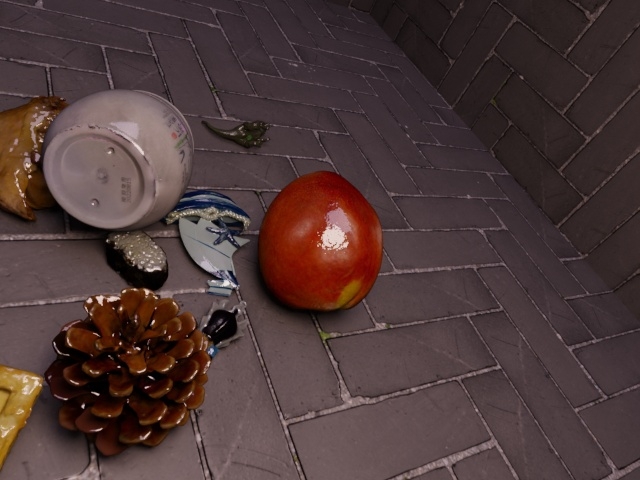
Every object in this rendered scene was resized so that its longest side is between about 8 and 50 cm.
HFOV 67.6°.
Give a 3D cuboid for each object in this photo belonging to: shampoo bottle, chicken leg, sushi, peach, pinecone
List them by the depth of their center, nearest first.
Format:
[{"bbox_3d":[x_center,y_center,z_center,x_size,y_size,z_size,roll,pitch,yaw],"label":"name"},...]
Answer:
[{"bbox_3d":[-0.305,0.190,0.771,0.264,0.264,0.264,17,42,-16],"label":"pinecone"},{"bbox_3d":[-0.400,-0.171,0.983,0.273,0.273,0.266,22,28,-10],"label":"shampoo bottle"},{"bbox_3d":[-0.678,-0.168,0.993,0.409,0.182,0.295,-6,68,-31],"label":"chicken leg"},{"bbox_3d":[-0.384,0.038,1.007,0.150,0.078,0.090,35,40,14],"label":"sushi"},{"bbox_3d":[0.000,0.000,1.106,0.308,0.308,0.332,11,75,-22],"label":"peach"}]

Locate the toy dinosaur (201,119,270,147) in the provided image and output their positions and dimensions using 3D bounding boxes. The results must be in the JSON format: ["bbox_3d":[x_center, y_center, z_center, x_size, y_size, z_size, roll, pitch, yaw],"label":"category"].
[{"bbox_3d":[-0.256,-0.340,1.529,0.179,0.087,0.187,5,13,26],"label":"toy dinosaur"}]

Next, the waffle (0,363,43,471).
[{"bbox_3d":[-0.553,0.232,0.665,0.274,0.057,0.168,21,70,-11],"label":"waffle"}]

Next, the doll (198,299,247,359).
[{"bbox_3d":[-0.213,0.184,0.972,0.096,0.070,0.195,49,48,-3],"label":"doll"}]

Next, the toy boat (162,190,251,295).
[{"bbox_3d":[-0.242,-0.007,1.158,0.210,0.070,0.291,-24,67,-39],"label":"toy boat"}]
